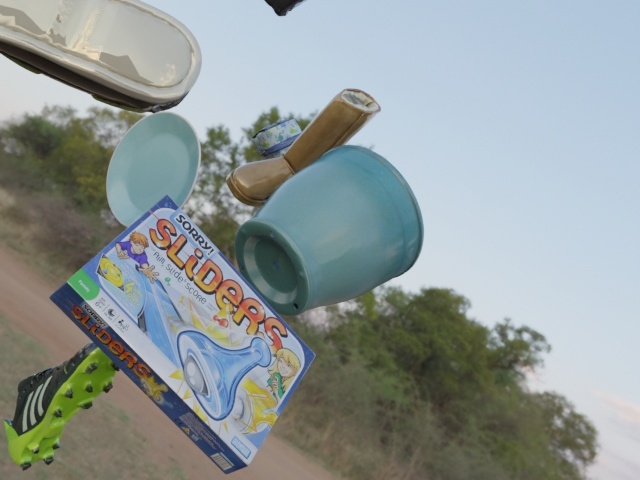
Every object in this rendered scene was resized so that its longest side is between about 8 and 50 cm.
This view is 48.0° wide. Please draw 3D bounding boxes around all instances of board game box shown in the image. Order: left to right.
[{"bbox_3d":[-0.105,0.075,0.604,0.201,0.136,0.035,48,-50,-11],"label":"board game box"}]

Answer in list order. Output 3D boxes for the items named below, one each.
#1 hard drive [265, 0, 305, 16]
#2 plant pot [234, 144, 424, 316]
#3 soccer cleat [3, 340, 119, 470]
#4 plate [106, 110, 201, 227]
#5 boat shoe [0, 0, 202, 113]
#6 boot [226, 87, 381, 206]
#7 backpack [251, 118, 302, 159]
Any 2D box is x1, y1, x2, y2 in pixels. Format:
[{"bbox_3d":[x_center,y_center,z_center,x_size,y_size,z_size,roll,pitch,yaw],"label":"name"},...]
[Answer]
[{"bbox_3d":[-0.011,-0.238,0.268,0.254,0.172,0.054,61,31,-5],"label":"hard drive"},{"bbox_3d":[0.000,0.000,1.271,0.272,0.255,0.271,25,-50,34],"label":"plant pot"},{"bbox_3d":[-0.257,0.146,0.697,0.060,0.179,0.072,10,36,-55],"label":"soccer cleat"},{"bbox_3d":[-0.249,-0.104,1.087,0.188,0.188,0.024,28,3,32],"label":"plate"},{"bbox_3d":[-0.271,-0.217,0.673,0.325,0.116,0.097,25,-15,-17],"label":"boat shoe"},{"bbox_3d":[-0.036,-0.189,1.410,0.089,0.269,0.236,54,31,9],"label":"boot"},{"bbox_3d":[-0.092,-0.229,1.650,0.084,0.105,0.114,63,-17,-4],"label":"backpack"}]
